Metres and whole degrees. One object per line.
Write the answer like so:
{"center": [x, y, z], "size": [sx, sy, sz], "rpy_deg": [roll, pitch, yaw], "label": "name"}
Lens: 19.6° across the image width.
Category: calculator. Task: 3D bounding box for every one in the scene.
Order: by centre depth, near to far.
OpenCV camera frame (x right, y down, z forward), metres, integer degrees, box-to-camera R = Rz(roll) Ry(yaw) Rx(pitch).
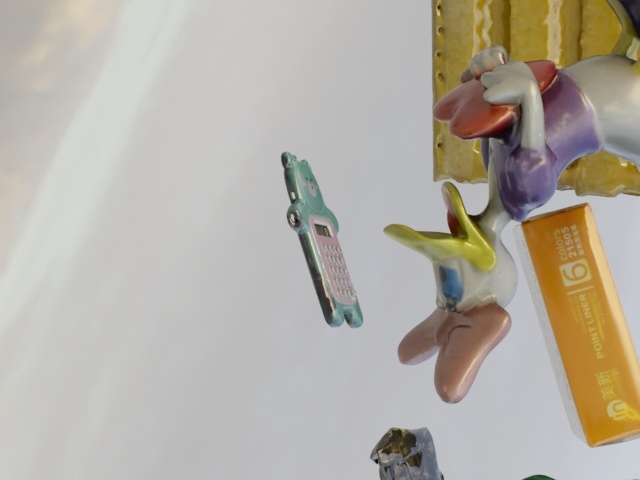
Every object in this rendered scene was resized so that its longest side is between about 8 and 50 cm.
{"center": [0.000, 0.000, 1.413], "size": [0.019, 0.141, 0.094], "rpy_deg": [-21, 171, 17], "label": "calculator"}

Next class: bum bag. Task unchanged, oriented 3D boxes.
{"center": [0.119, 0.326, 2.189], "size": [0.069, 0.102, 0.248], "rpy_deg": [19, -52, 52], "label": "bum bag"}

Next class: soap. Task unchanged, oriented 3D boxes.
{"center": [0.268, -0.213, 1.933], "size": [0.156, 0.293, 0.335], "rpy_deg": [-29, 119, -64], "label": "soap"}

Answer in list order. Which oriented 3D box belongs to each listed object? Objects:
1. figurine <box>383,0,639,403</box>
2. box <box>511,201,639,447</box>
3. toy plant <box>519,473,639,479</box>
{"center": [0.186, -0.069, 1.548], "size": [0.421, 0.193, 0.154], "rpy_deg": [-49, -163, 1], "label": "figurine"}
{"center": [0.302, 0.097, 2.130], "size": [0.221, 0.091, 0.273], "rpy_deg": [39, 34, -84], "label": "box"}
{"center": [0.260, 0.302, 1.662], "size": [0.243, 0.233, 0.112], "rpy_deg": [-107, -171, -52], "label": "toy plant"}
